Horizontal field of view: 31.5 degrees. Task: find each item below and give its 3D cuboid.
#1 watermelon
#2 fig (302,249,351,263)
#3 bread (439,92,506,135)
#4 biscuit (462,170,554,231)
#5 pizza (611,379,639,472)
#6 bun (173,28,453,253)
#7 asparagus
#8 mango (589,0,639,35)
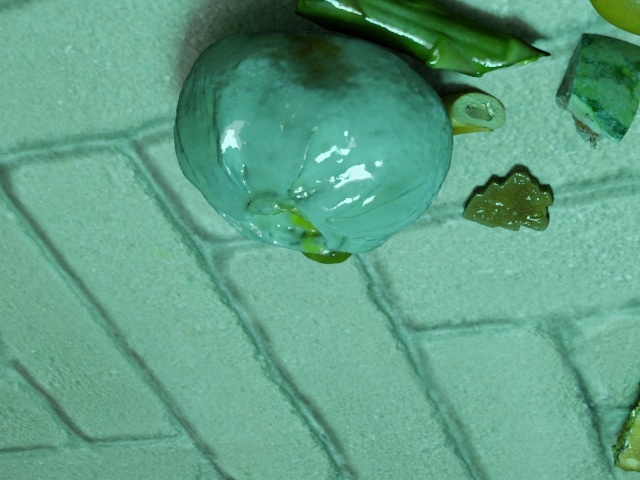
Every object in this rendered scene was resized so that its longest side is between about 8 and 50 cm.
[{"bbox_3d":[0.339,-0.187,1.384,0.098,0.121,0.158,29,-177,5],"label":"watermelon"},{"bbox_3d":[0.000,0.000,1.658,0.084,0.082,0.098,-8,166,-30],"label":"fig"},{"bbox_3d":[0.178,-0.162,1.442,0.103,0.049,0.062,-7,162,20],"label":"bread"},{"bbox_3d":[0.256,-0.052,1.567,0.130,0.019,0.119,-10,134,24],"label":"biscuit"},{"bbox_3d":[0.586,0.273,1.791,0.335,0.086,0.226,-30,118,36],"label":"pizza"},{"bbox_3d":[-0.015,-0.108,1.403,0.362,0.211,0.362,15,149,9],"label":"bun"},{"bbox_3d":[0.104,-0.256,1.344,0.343,0.082,0.085,20,102,-9],"label":"asparagus"},{"bbox_3d":[0.389,-0.283,1.206,0.221,0.120,0.151,8,142,-4],"label":"mango"}]
